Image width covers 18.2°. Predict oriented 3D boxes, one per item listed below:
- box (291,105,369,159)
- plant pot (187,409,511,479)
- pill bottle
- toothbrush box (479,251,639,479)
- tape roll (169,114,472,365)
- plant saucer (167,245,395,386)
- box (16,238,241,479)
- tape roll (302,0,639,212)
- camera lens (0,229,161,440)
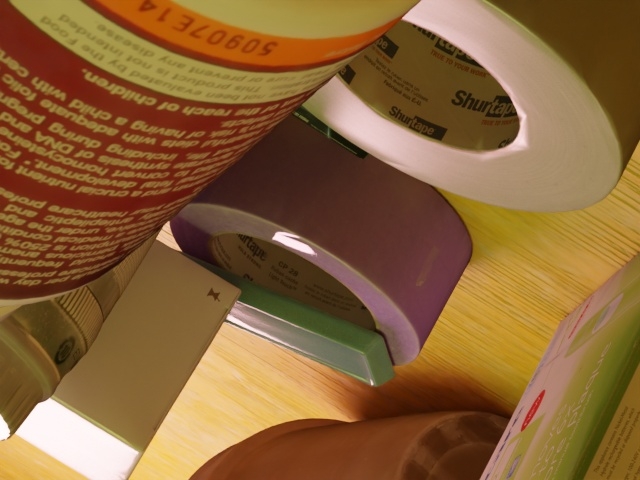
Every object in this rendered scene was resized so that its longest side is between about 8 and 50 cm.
[{"bbox_3d":[0.004,-0.087,1.201,0.083,0.018,0.067,33,160,-6],"label":"box"},{"bbox_3d":[0.064,0.267,1.611,0.323,0.323,0.280,35,142,-13],"label":"plant pot"},{"bbox_3d":[-0.126,-0.105,0.888,0.224,0.224,0.392,36,139,-15],"label":"pill bottle"},{"bbox_3d":[0.189,0.122,1.172,0.122,0.206,0.283,29,160,0],"label":"toothbrush box"},{"bbox_3d":[0.000,0.000,1.325,0.189,0.080,0.189,27,160,11],"label":"tape roll"},{"bbox_3d":[-0.040,0.050,1.355,0.192,0.018,0.067,21,158,21],"label":"plant saucer"},{"bbox_3d":[-0.134,0.083,1.347,0.091,0.130,0.170,31,160,-1],"label":"box"},{"bbox_3d":[0.065,-0.106,0.999,0.219,0.072,0.219,26,160,10],"label":"tape roll"},{"bbox_3d":[-0.199,-0.046,1.202,0.219,0.274,0.219,26,159,10],"label":"camera lens"}]
